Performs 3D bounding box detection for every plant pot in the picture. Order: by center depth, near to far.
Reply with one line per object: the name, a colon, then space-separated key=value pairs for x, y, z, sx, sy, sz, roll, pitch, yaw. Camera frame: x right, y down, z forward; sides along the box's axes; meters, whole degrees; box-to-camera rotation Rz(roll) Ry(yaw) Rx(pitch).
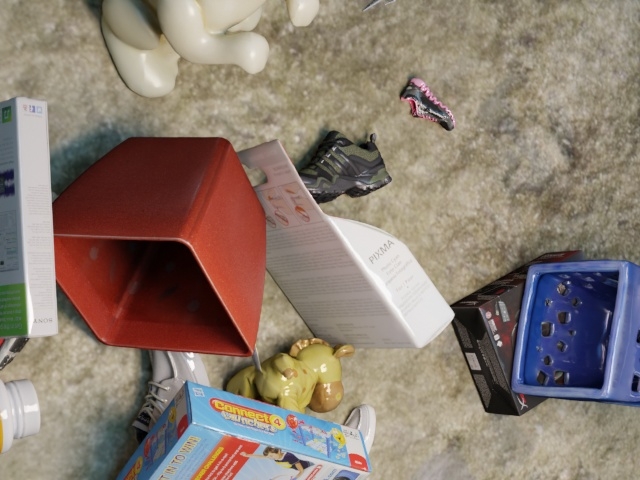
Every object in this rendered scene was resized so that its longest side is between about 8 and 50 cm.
plant pot: x=-0.220 y=-0.007 z=1.720 sx=0.267 sy=0.267 sz=0.235 roll=66 pitch=35 yaw=-45
plant pot: x=0.493 y=0.171 z=2.016 sx=0.212 sy=0.236 sz=0.236 roll=17 pitch=79 yaw=-32

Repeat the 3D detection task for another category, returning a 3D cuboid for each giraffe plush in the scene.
giraffe plush: x=-0.035 y=0.231 z=1.890 sx=0.170 sy=0.181 sz=0.210 roll=-16 pitch=112 yaw=-40

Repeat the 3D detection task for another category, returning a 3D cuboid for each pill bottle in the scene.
pill bottle: x=-0.511 y=0.254 z=1.648 sx=0.215 sy=0.117 sz=0.117 roll=-8 pitch=91 yaw=-29

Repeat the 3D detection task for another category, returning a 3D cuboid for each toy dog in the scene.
toy dog: x=-0.161 y=-0.437 z=1.717 sx=0.284 sy=0.408 sz=0.395 roll=-33 pitch=103 yaw=-27

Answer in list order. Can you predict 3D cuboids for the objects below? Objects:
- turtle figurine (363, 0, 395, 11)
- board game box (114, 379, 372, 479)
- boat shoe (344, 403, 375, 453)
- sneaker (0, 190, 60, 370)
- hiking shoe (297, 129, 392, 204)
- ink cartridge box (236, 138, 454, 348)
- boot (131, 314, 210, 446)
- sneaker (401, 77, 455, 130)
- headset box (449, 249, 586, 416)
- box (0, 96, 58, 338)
turtle figurine: x=0.108 y=-0.499 z=2.041 sx=0.175 sy=0.118 sz=0.234 roll=39 pitch=64 yaw=-21
board game box: x=-0.134 y=0.374 z=1.759 sx=0.302 sy=0.308 sz=0.086 roll=21 pitch=33 yaw=-26
boat shoe: x=0.035 y=0.358 z=1.978 sx=0.063 sy=0.066 sz=0.184 roll=27 pitch=84 yaw=-26
sneaker: x=-0.457 y=0.053 z=1.718 sx=0.118 sy=0.107 sz=0.279 roll=16 pitch=79 yaw=-5
hiking shoe: x=0.010 y=-0.125 z=1.989 sx=0.227 sy=0.086 sz=0.114 roll=-9 pitch=78 yaw=-34
ink cartridge box: x=0.000 y=0.000 z=1.836 sx=0.091 sy=0.308 sz=0.385 roll=-40 pitch=104 yaw=-25
boot: x=-0.238 y=0.250 z=1.809 sx=0.123 sy=0.095 sz=0.258 roll=-28 pitch=101 yaw=-34
sneaker: x=0.191 y=-0.234 z=2.108 sx=0.119 sy=0.047 sz=0.057 roll=45 pitch=74 yaw=-11
headset box: x=0.405 y=0.160 z=2.159 sx=0.293 sy=0.110 sz=0.218 roll=-25 pitch=98 yaw=-27
box: x=-0.462 y=-0.021 z=1.621 sx=0.058 sy=0.232 sz=0.322 roll=3 pitch=83 yaw=-51
